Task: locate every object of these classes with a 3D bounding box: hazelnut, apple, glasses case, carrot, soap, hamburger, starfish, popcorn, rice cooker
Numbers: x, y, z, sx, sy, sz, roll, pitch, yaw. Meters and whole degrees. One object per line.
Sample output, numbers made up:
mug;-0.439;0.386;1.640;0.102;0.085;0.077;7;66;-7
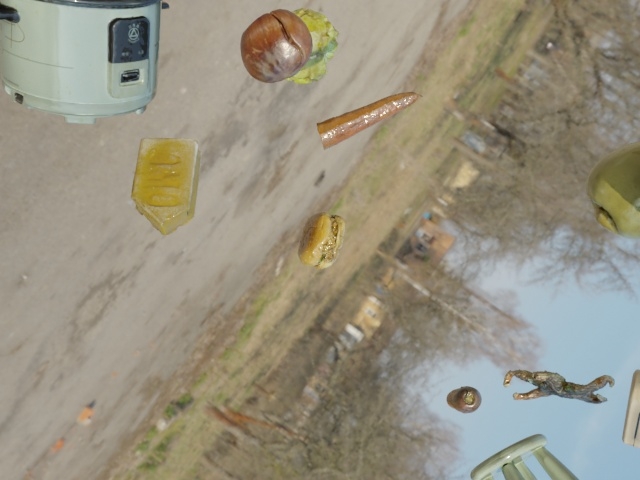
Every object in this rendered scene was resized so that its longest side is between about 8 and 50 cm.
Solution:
hazelnut;-0.089;-0.394;1.429;0.154;0.143;0.143;-26;180;13
apple;0.627;-0.102;1.379;0.200;0.200;0.200;-54;174;-8
glasses case;0.648;0.343;1.408;0.083;0.050;0.196;-54;144;-39
carrot;0.313;0.349;1.520;0.060;0.060;0.186;-53;170;-9
soap;-0.405;-0.142;1.820;0.080;0.161;0.257;87;4;-65
hamburger;0.000;0.000;1.682;0.147;0.083;0.137;162;-60;-67
carrot;0.098;-0.252;1.391;0.224;0.057;0.057;-24;175;3
starfish;0.449;0.267;1.295;0.210;0.150;0.053;-23;-131;51
popcorn;-0.054;-0.585;2.091;0.183;0.204;0.221;-53;172;-50
rice cooker;-0.344;-0.309;1.000;0.281;0.241;0.226;-21;132;-44

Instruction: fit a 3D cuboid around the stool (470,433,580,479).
stool;0.466;0.564;1.552;0.196;0.198;0.195;-14;150;-28
